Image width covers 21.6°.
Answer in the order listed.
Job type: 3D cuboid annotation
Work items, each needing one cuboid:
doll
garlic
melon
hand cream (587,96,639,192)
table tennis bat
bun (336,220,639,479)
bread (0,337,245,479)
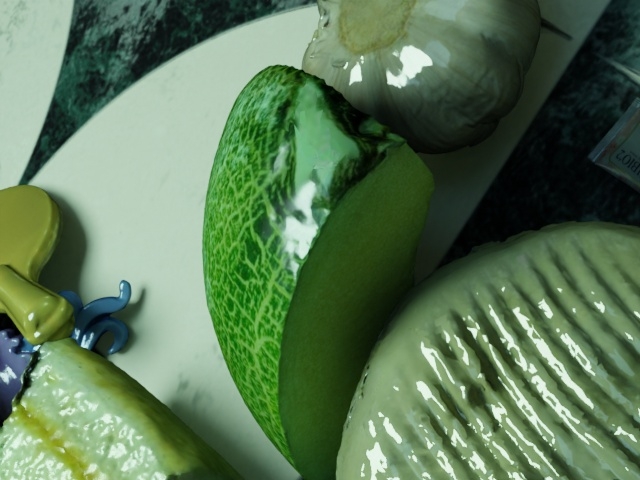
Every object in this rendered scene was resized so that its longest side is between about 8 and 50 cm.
[{"bbox_3d":[-0.262,0.114,1.667,0.206,0.067,0.110,-38,88,5],"label":"doll"},{"bbox_3d":[0.095,-0.172,1.474,0.228,0.152,0.227,-12,71,39],"label":"garlic"},{"bbox_3d":[0.000,0.000,1.364,0.226,0.343,0.331,-3,59,16],"label":"melon"},{"bbox_3d":[0.304,-0.041,1.364,0.067,0.043,0.209,-52,49,9],"label":"hand cream"},{"bbox_3d":[-0.326,0.035,1.687,0.198,0.050,0.321,-44,34,-11],"label":"table tennis bat"},{"bbox_3d":[0.187,0.166,1.264,0.326,0.234,0.362,20,71,30],"label":"bun"},{"bbox_3d":[-0.160,0.302,1.446,0.264,0.239,0.395,10,79,31],"label":"bread"}]
